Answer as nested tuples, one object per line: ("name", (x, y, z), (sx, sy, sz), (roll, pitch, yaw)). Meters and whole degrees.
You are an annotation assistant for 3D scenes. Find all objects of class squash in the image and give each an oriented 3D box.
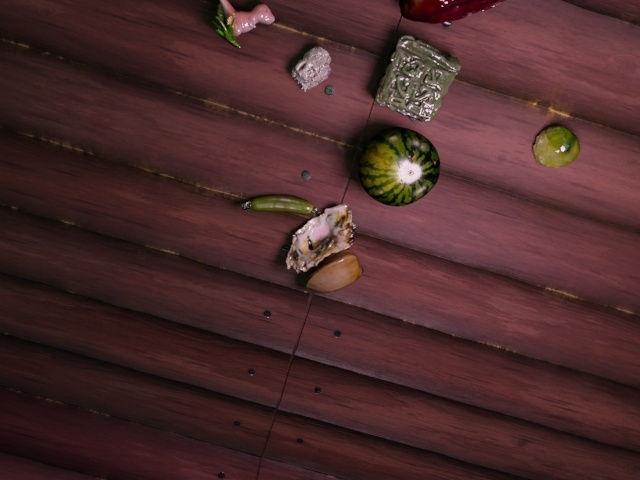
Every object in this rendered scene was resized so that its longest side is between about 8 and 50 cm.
("squash", (-0.158, -0.146, 1.697), (0.318, 0.080, 0.071), (4, 118, 1))

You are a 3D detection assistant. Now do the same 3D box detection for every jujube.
("jujube", (0.430, -0.823, 1.322), (0.376, 0.258, 0.259), (-17, 108, 11))

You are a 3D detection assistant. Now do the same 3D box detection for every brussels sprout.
("brussels sprout", (0.870, -0.338, 1.538), (0.151, 0.122, 0.149), (22, 107, -5))

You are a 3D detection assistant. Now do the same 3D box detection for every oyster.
("oyster", (0.000, -0.001, 1.708), (0.354, 0.107, 0.201), (-30, 67, 14))

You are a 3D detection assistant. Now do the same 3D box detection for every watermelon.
("watermelon", (0.278, -0.266, 1.521), (0.285, 0.285, 0.285), (1, 110, 3))

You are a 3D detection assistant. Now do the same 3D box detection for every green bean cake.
("green bean cake", (0.338, -0.568, 1.493), (0.241, 0.132, 0.255), (25, 110, -1))

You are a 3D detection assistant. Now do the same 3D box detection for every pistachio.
("pistachio", (0.045, 0.134, 1.732), (0.260, 0.163, 0.212), (-31, 149, 14))

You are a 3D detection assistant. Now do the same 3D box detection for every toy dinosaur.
("toy dinosaur", (-0.276, -0.770, 1.456), (0.194, 0.152, 0.177), (31, 101, -14))

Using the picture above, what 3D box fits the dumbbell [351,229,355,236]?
("dumbbell", (0.102, -0.026, 1.746), (0.083, 0.040, 0.036), (-8, 139, 7))

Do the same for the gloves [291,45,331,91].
("gloves", (-0.026, -0.622, 1.524), (0.153, 0.070, 0.114), (-41, 102, 14))
